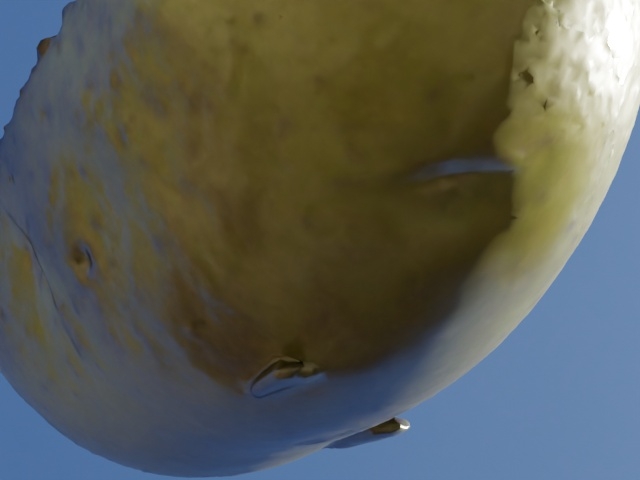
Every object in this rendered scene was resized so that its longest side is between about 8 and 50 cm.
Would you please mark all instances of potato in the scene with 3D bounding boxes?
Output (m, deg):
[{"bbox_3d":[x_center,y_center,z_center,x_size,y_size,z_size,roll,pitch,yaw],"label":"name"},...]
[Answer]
[{"bbox_3d":[0.000,0.000,0.436,0.160,0.272,0.111,4,-124,-29],"label":"potato"}]
